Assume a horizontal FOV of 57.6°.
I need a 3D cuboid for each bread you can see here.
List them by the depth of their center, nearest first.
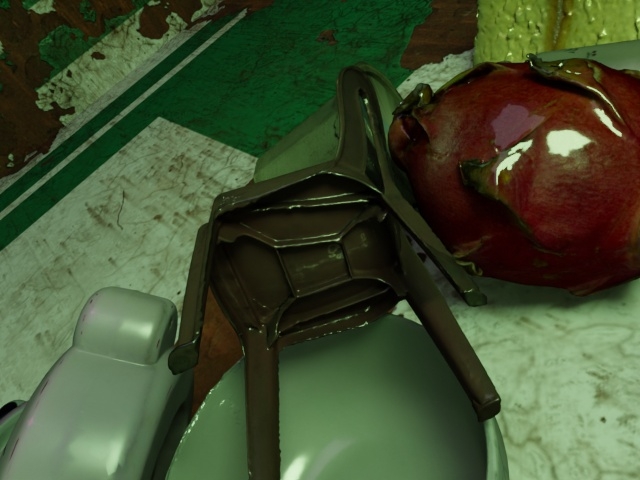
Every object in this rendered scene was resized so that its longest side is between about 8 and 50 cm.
[{"bbox_3d":[0.350,-0.289,0.813,0.266,0.142,0.178,20,103,45],"label":"bread"}]

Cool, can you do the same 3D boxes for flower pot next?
[{"bbox_3d":[0.033,-0.095,0.796,0.203,0.212,0.212,-31,35,29],"label":"flower pot"}]

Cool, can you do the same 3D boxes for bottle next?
[{"bbox_3d":[0.310,-0.186,0.734,0.233,0.110,0.110,7,53,40],"label":"bottle"}]

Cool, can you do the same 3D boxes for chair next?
[{"bbox_3d":[0.000,0.000,0.478,0.183,0.175,0.326,-16,36,2],"label":"chair"}]

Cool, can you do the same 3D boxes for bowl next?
[{"bbox_3d":[0.022,0.213,0.489,0.287,0.144,0.287,-20,40,18],"label":"bowl"}]

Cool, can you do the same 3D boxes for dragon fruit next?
[{"bbox_3d":[0.214,-0.062,0.565,0.315,0.250,0.250,24,58,3],"label":"dragon fruit"}]

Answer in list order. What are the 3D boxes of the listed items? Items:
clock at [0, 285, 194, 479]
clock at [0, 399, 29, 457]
[{"bbox_3d":[-0.195,0.217,0.509,0.113,0.322,0.295,14,47,-3],"label":"clock"},{"bbox_3d":[-0.364,0.292,0.739,0.248,0.090,0.227,-11,43,30],"label":"clock"}]
